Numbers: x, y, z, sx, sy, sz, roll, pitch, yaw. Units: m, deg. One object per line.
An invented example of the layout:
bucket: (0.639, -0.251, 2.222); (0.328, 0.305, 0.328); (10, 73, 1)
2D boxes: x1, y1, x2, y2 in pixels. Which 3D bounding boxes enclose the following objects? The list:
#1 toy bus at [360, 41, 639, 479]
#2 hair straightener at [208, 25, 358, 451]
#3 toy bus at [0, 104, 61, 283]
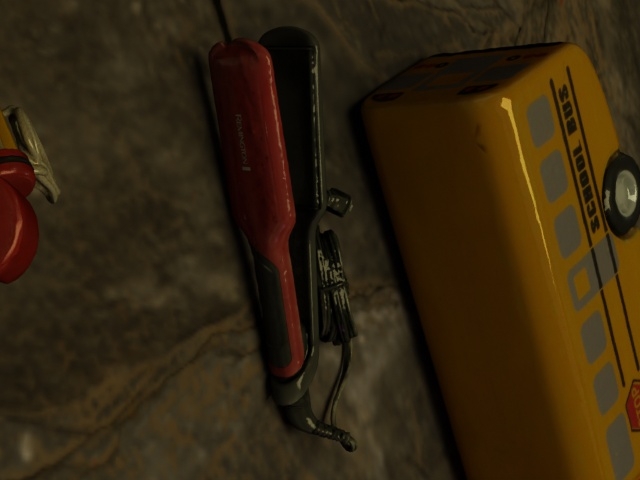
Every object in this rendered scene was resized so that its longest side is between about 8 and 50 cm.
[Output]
toy bus: (0.136, 0.048, 0.900); (0.130, 0.108, 0.332); (-38, 118, -45)
hair straightener: (0.000, 0.000, 0.778); (0.089, 0.047, 0.230); (-27, 110, -49)
toy bus: (-0.174, -0.059, 0.512); (0.104, 0.191, 0.202); (-23, 113, -4)
